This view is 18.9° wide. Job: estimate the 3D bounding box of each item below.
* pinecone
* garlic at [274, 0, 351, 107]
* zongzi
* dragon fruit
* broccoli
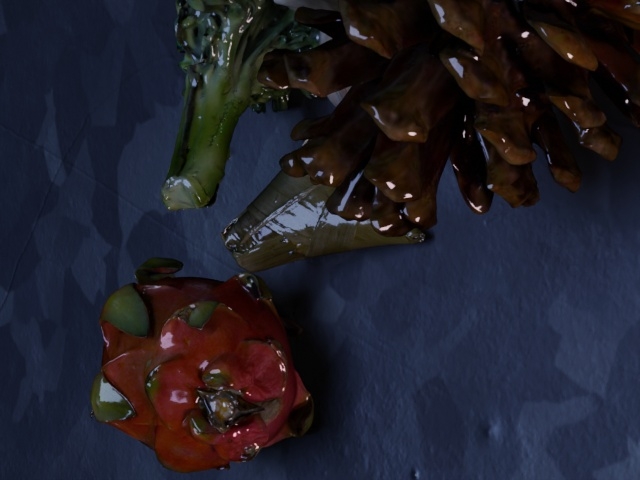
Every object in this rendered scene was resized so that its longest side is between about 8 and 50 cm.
[{"bbox_3d":[0.106,-0.173,1.589,0.384,0.384,0.384,-5,84,50],"label":"pinecone"},{"bbox_3d":[0.039,-0.195,1.794,0.199,0.226,0.199,-12,74,47],"label":"garlic"},{"bbox_3d":[0.000,0.000,1.920,0.160,0.078,0.176,-48,58,9],"label":"zongzi"},{"bbox_3d":[-0.124,0.133,1.981,0.227,0.224,0.224,1,88,47],"label":"dragon fruit"},{"bbox_3d":[-0.089,-0.173,1.937,0.274,0.177,0.198,-69,-8,-48],"label":"broccoli"}]
